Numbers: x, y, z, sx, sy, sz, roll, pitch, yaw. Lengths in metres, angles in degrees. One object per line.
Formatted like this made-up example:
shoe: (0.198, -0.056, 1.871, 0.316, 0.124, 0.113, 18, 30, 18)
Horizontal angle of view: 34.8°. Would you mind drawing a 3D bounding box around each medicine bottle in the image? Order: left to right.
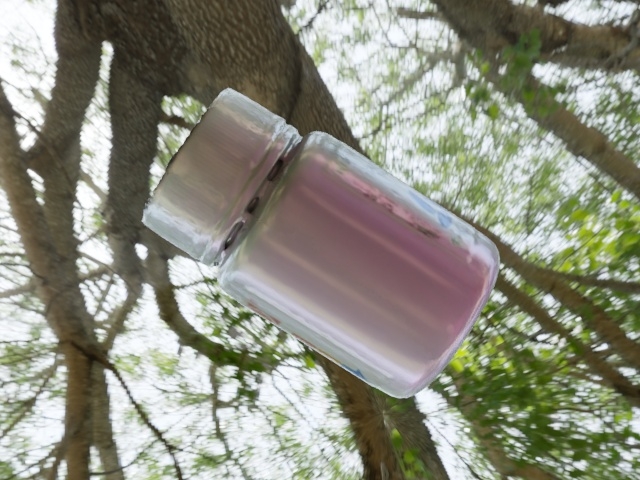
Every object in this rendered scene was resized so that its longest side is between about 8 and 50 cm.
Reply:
medicine bottle: (0.000, 0.000, 0.802, 0.254, 0.152, 0.152, 34, -96, -2)
